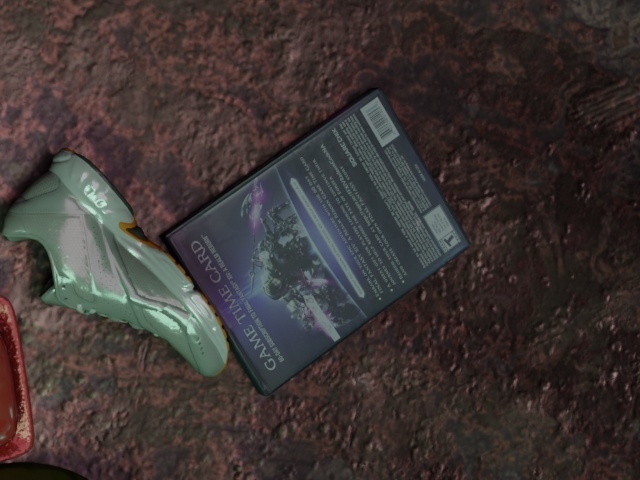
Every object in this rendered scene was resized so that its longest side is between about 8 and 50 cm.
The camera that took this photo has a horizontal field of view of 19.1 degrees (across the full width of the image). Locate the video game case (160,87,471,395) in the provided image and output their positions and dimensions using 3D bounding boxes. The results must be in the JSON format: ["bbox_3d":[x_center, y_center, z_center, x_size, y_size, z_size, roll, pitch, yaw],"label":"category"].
[{"bbox_3d":[0.000,0.000,1.927,0.274,0.026,0.196,-35,105,-16],"label":"video game case"}]

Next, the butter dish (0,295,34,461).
[{"bbox_3d":[-0.337,0.140,1.741,0.160,0.118,0.160,-10,97,-21],"label":"butter dish"}]

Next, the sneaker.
[{"bbox_3d":[-0.198,0.043,1.818,0.121,0.099,0.262,-42,99,-8],"label":"sneaker"}]

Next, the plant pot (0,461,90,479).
[{"bbox_3d":[-0.240,0.356,1.698,0.275,0.293,0.274,-1,93,-22],"label":"plant pot"}]
